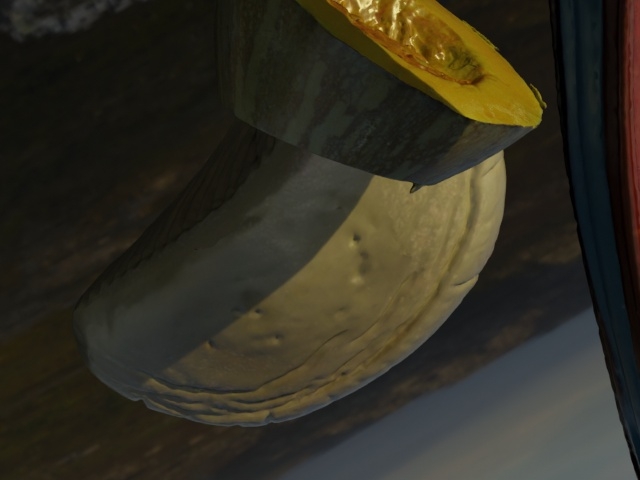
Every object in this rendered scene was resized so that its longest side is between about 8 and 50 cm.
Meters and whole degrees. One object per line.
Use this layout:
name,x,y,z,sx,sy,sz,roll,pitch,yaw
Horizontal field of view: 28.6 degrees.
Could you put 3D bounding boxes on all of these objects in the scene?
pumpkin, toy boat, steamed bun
pumpkin,0.017,-0.099,0.740,0.110,0.217,0.217,-54,163,17
toy boat,0.152,-0.061,0.533,0.136,0.392,0.079,-17,-169,-39
steamed bun,0.000,0.005,1.017,0.383,0.236,0.247,-45,-170,18
